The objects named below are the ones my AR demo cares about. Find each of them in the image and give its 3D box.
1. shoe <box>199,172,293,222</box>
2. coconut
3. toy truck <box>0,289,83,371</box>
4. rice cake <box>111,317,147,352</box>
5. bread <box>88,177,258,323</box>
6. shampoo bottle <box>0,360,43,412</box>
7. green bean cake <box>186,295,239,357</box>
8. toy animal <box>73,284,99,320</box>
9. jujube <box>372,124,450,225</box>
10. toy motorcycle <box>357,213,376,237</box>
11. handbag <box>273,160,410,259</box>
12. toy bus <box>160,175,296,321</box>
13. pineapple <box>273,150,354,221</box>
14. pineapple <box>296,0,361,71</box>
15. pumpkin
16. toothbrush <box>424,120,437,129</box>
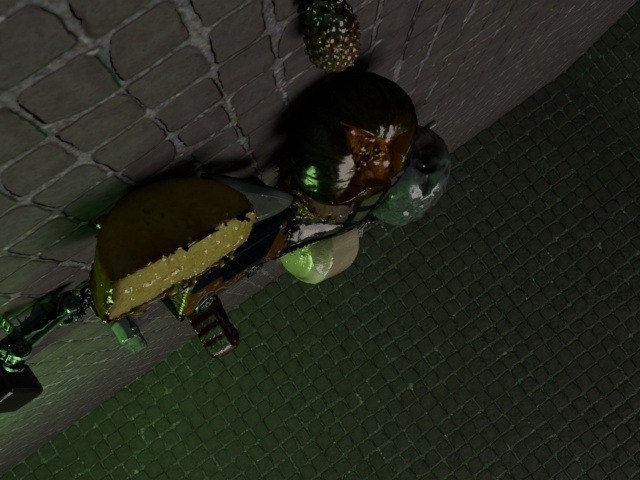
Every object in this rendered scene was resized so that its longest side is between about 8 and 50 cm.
[{"bbox_3d":[-0.129,-0.065,0.961,0.195,0.079,0.078,13,96,-55],"label":"shoe"},{"bbox_3d":[0.000,0.000,1.753,0.237,0.237,0.266,-41,174,41],"label":"coconut"},{"bbox_3d":[-0.471,0.137,0.937,0.080,0.078,0.154,-41,-171,44],"label":"toy truck"},{"bbox_3d":[-0.538,0.271,1.609,0.063,0.066,0.336,-33,173,-21],"label":"rice cake"},{"bbox_3d":[-0.229,-0.006,0.822,0.261,0.147,0.160,-32,165,-30],"label":"bread"},{"bbox_3d":[-0.635,0.292,1.129,0.079,0.080,0.246,-36,175,-17],"label":"shampoo bottle"},{"bbox_3d":[-0.345,0.255,1.800,0.097,0.232,0.198,-32,170,-4],"label":"green bean cake"},{"bbox_3d":[-0.402,0.093,1.061,0.220,0.062,0.108,-39,-168,20],"label":"toy animal"},{"bbox_3d":[0.231,-0.177,1.580,0.216,0.246,0.308,-23,172,-20],"label":"jujube"},{"bbox_3d":[0.189,-0.168,1.821,0.401,0.134,0.207,-52,161,17],"label":"toy motorcycle"},{"bbox_3d":[0.016,-0.107,1.406,0.327,0.162,0.325,-24,166,-28],"label":"handbag"},{"bbox_3d":[-0.186,0.007,1.078,0.275,0.138,0.167,-34,163,-37],"label":"toy bus"},{"bbox_3d":[-0.028,-0.117,1.121,0.176,0.161,0.137,6,177,-43],"label":"pineapple"},{"bbox_3d":[0.011,-0.249,0.625,0.074,0.074,0.159,-36,166,-4],"label":"pineapple"},{"bbox_3d":[0.050,-0.170,0.964,0.238,0.159,0.238,-29,151,-18],"label":"pumpkin"},{"bbox_3d":[0.280,-0.319,1.891,0.257,0.018,0.024,-36,168,3],"label":"toothbrush"}]
